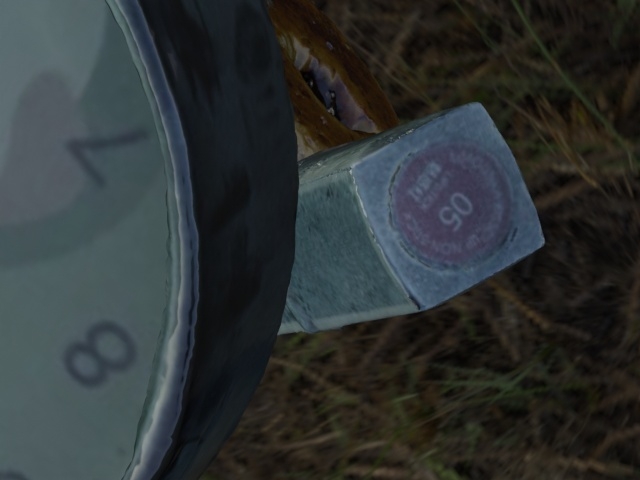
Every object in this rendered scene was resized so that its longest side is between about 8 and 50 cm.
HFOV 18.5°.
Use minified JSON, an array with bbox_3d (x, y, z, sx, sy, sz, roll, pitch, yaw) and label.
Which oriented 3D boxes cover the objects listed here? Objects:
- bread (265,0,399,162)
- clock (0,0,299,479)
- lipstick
[{"bbox_3d":[-0.024,-0.088,1.206,0.064,0.193,0.193,-40,82,25],"label":"bread"},{"bbox_3d":[-0.166,-0.022,0.561,0.319,0.066,0.319,7,113,17],"label":"clock"},{"bbox_3d":[0.000,0.000,0.920,0.076,0.290,0.077,-28,95,-23],"label":"lipstick"}]
